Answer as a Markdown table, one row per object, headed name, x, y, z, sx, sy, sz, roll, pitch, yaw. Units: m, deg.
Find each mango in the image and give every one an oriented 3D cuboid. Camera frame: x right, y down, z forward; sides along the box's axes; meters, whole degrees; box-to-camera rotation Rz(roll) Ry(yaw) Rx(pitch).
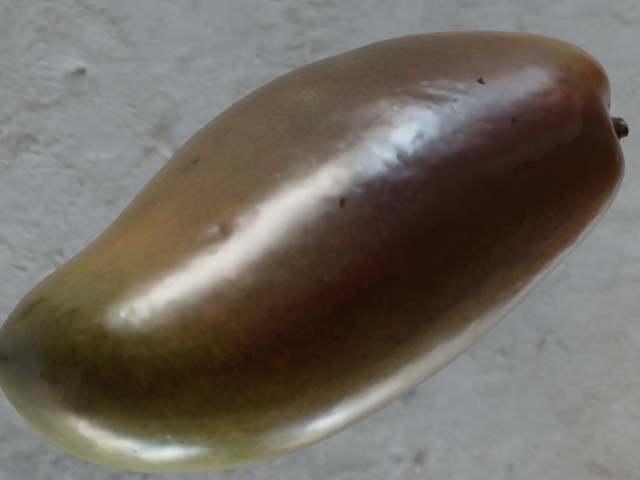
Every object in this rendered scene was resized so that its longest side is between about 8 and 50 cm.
| name | x | y | z | sx | sy | sz | roll | pitch | yaw |
| --- | --- | --- | --- | --- | --- | --- | --- | --- | --- |
| mango | 0.000 | 0.000 | 0.621 | 0.267 | 0.133 | 0.111 | -31 | 152 | -27 |
